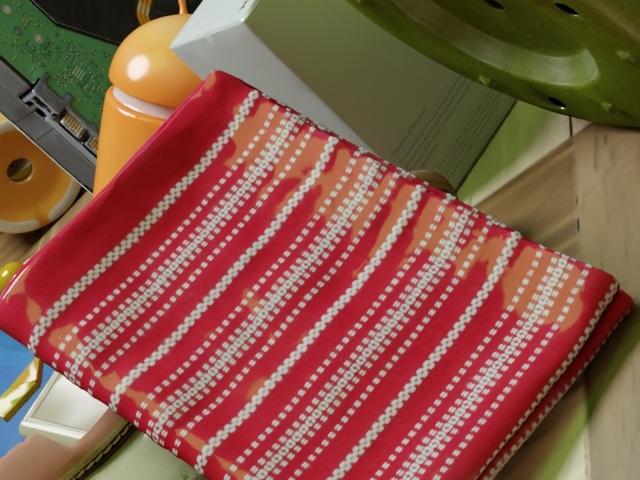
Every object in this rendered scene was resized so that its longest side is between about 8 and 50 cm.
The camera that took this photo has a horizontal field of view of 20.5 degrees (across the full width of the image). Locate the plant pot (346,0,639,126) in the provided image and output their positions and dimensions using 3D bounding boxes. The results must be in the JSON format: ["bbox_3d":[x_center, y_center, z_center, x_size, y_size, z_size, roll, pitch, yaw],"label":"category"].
[{"bbox_3d":[0.162,-0.265,0.951,0.353,0.366,0.366,-62,23,-9],"label":"plant pot"}]

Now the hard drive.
[{"bbox_3d":[-0.193,-0.219,1.655,0.064,0.237,0.339,-27,29,43],"label":"hard drive"}]

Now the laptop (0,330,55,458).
[{"bbox_3d":[-0.170,0.105,1.111,0.264,0.136,0.234,-33,35,37],"label":"laptop"}]

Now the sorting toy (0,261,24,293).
[{"bbox_3d":[-0.230,0.148,1.218,0.127,0.126,0.366,-25,29,45],"label":"sorting toy"}]

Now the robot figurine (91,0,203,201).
[{"bbox_3d":[-0.091,-0.062,1.237,0.158,0.128,0.219,-59,-20,-69],"label":"robot figurine"}]

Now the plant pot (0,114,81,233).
[{"bbox_3d":[-0.326,-0.103,1.795,0.205,0.205,0.188,-46,37,3],"label":"plant pot"}]

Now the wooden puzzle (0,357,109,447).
[{"bbox_3d":[-0.144,0.096,1.086,0.116,0.014,0.078,15,63,39],"label":"wooden puzzle"}]

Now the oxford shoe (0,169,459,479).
[{"bbox_3d":[-0.040,0.120,0.941,0.397,0.146,0.140,-42,-25,-18],"label":"oxford shoe"}]

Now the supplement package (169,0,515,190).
[{"bbox_3d":[0.015,-0.108,1.124,0.105,0.179,0.105,-55,23,-21],"label":"supplement package"}]

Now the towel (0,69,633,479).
[{"bbox_3d":[-0.011,0.031,0.882,0.275,0.031,0.199,30,66,30],"label":"towel"}]

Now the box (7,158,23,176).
[{"bbox_3d":[-0.407,-0.080,1.961,0.021,0.164,0.201,20,61,24],"label":"box"}]
